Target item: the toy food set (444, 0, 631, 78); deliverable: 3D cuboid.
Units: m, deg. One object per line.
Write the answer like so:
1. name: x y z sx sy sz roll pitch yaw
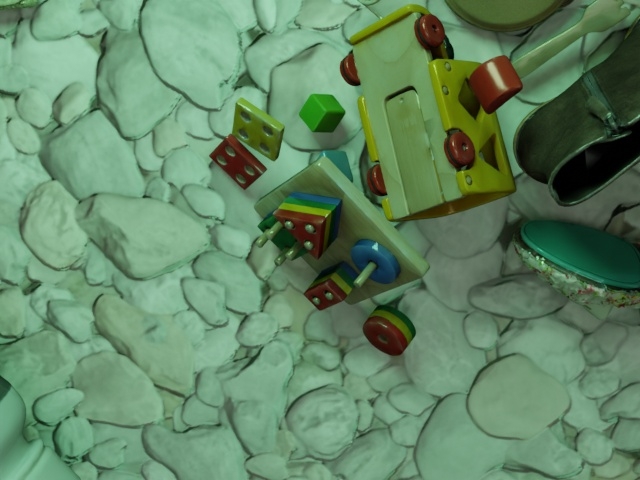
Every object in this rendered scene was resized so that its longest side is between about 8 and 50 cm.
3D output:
1. toy food set: 0.162 -0.242 0.837 0.132 0.038 0.192 -32 108 18

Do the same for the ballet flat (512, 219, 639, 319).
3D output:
1. ballet flat: 0.287 0.042 0.888 0.241 0.091 0.077 11 128 3

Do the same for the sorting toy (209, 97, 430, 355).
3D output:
1. sorting toy: 0.000 0.000 0.860 0.274 0.132 0.046 46 60 -10

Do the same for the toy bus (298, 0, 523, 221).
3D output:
1. toy bus: 0.094 -0.115 0.834 0.191 0.104 0.202 39 120 35

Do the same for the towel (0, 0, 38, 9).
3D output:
1. towel: -0.322 -0.250 0.853 0.148 0.027 0.110 -4 105 3

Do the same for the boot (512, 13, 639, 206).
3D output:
1. boot: 0.270 -0.117 0.774 0.248 0.207 0.090 -34 102 11

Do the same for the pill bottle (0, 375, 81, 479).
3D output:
1. pill bottle: -0.401 0.157 0.882 0.204 0.204 0.361 -40 100 12
